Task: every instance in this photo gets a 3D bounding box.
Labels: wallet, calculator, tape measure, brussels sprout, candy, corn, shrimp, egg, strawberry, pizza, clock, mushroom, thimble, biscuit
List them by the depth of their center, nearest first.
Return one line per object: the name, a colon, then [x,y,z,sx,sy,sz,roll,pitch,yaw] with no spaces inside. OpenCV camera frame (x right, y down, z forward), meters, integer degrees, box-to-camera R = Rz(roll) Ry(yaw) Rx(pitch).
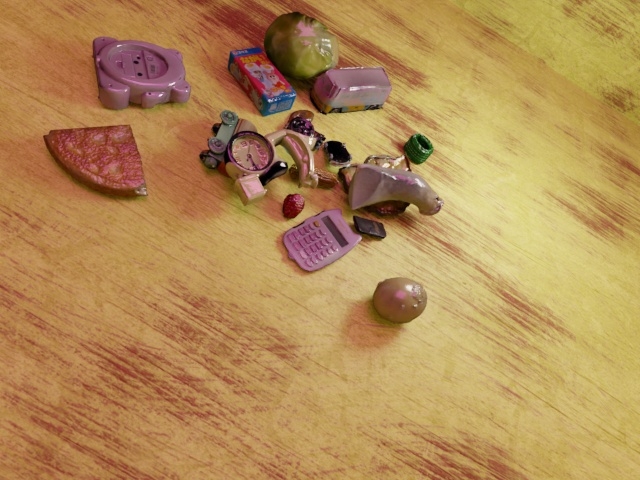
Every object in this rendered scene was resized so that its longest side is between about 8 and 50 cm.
pizza: [-0.713,-0.242,1.321,0.268,0.087,0.258,-10,69,-27]
egg: [0.273,0.203,1.427,0.201,0.164,0.165,2,60,-24]
clock: [-0.152,-0.286,1.484,0.378,0.120,0.277,-22,82,-26]
calculator: [-0.001,0.000,1.509,0.294,0.043,0.194,-28,75,-30]
strawberry: [-0.102,-0.127,1.520,0.083,0.083,0.097,13,88,-15]
clock: [-0.671,-0.628,1.559,0.321,0.113,0.296,-7,64,-28]
wallet: [0.192,-0.051,1.606,0.156,0.018,0.082,13,48,-35]
mushroom: [0.307,-0.195,1.628,0.396,0.126,0.178,4,99,-14]
corn: [-0.025,-0.257,1.634,0.207,0.068,0.068,14,56,-15]
biscuit: [0.233,-0.255,1.732,0.334,0.078,0.330,18,63,-9]
tape measure: [-0.031,-0.427,1.745,0.091,0.054,0.094,32,47,0]
candy: [-0.256,-0.687,1.781,0.157,0.100,0.306,-28,75,-32]
shrimp: [-0.100,-0.515,1.781,0.101,0.042,0.190,28,51,21]
brussels sprout: [-0.084,-0.869,1.845,0.343,0.268,0.344,4,38,-3]
thimble: [0.459,-0.432,1.936,0.130,0.090,0.118,45,51,6]

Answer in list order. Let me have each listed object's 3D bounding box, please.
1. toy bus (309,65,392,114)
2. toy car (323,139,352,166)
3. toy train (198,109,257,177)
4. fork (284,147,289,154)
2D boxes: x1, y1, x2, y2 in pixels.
toy bus: [0.144,-0.708,1.926,0.386,0.162,0.171,-16,69,-30]
toy car: [0.069,-0.362,1.724,0.095,0.056,0.205,-2,35,-11]
toy train: [-0.334,-0.357,1.548,0.177,0.116,0.286,27,52,-22]
fork: [-0.116,-0.343,1.629,0.039,0.021,0.235,-28,54,-31]
